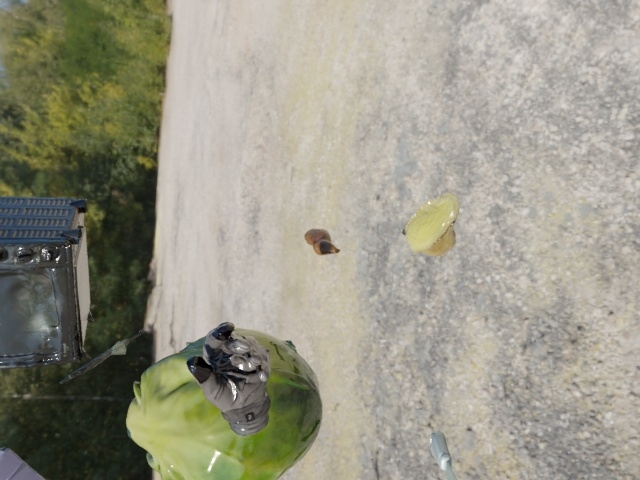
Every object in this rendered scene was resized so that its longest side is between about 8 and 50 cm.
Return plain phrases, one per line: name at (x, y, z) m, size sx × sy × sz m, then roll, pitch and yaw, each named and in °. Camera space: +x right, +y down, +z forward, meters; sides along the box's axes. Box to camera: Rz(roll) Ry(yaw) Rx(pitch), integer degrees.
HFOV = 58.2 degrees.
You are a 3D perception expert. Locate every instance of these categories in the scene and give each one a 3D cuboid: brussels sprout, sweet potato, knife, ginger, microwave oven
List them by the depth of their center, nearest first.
microwave oven at (-0.472, 0.069, 0.938) m, size 0.188 × 0.178 × 0.247 m, roll -123°, pitch 36°, yaw -58°
brussels sprout at (-0.178, 0.384, 1.322) m, size 0.361 × 0.425 × 0.342 m, roll -8°, pitch 103°, yaw 36°
sweet potato at (-0.002, 0.000, 1.471) m, size 0.202 × 0.055 × 0.058 m, roll -141°, pitch 61°, yaw -70°
ginger at (0.329, -0.036, 1.547) m, size 0.193 × 0.123 × 0.115 m, roll -51°, pitch 35°, yaw 36°
knife at (0.348, 0.631, 1.556) m, size 0.331 × 0.044 × 0.080 m, roll -97°, pitch 9°, yaw -75°

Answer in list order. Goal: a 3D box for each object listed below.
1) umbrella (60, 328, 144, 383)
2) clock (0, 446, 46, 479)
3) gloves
umbrella at (-0.596, 0.324, 1.593) m, size 0.044 × 0.269 × 0.044 m, roll 46°, pitch 138°, yaw 10°
clock at (-0.580, 0.492, 1.105) m, size 0.145 × 0.193 × 0.073 m, roll -27°, pitch 19°, yaw 41°
gloves at (-0.144, 0.231, 0.964) m, size 0.119 × 0.142 × 0.285 m, roll 51°, pitch 151°, yaw 33°
